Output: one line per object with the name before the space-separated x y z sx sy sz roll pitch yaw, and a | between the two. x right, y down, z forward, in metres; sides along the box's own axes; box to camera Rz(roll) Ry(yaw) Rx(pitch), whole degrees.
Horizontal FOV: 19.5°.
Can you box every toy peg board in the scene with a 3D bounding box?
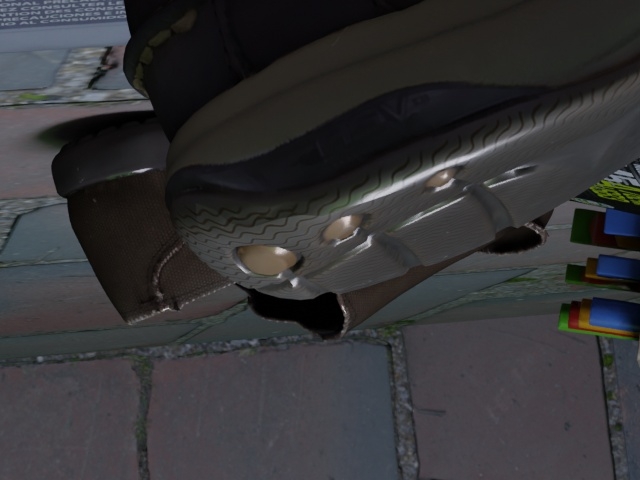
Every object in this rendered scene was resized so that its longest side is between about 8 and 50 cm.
toy peg board | 0.214 0.006 1.333 0.079 0.161 0.160 8 175 12

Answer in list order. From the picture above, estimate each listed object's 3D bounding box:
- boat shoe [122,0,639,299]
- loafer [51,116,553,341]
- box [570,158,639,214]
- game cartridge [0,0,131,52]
boat shoe | 0.112 -0.109 0.462 0.355 0.130 0.132 -22 168 -15
loafer | 0.000 0.000 1.166 0.366 0.130 0.134 -1 171 -34
box | 0.114 -0.038 0.692 0.184 0.045 0.191 15 178 17
game cartridge | -0.029 -0.111 0.600 0.294 0.060 0.196 -5 176 -10
